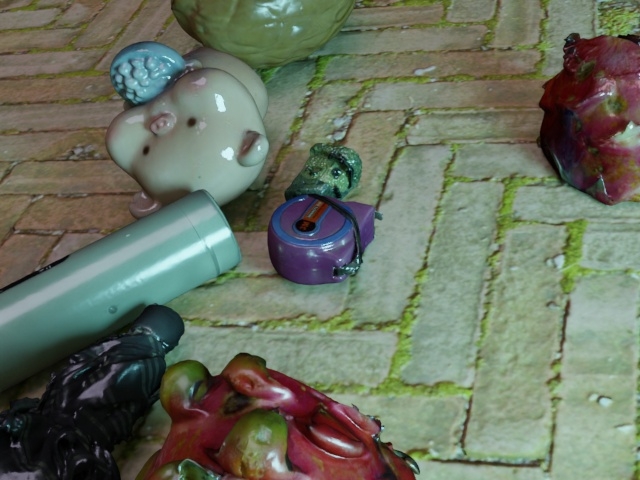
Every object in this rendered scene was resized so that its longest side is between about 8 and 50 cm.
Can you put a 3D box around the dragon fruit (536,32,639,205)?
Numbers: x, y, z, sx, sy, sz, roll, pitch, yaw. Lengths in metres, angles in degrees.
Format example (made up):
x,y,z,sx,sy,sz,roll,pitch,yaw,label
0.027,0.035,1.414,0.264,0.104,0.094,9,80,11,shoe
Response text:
x,y,z,sx,sy,sz,roll,pitch,yaw,label
0.339,-0.164,1.110,0.126,0.161,0.274,-20,43,-13,dragon fruit

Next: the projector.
x,y,z,sx,sy,sz,roll,pitch,yaw,label
-0.259,0.059,1.048,0.337,0.108,0.108,-29,43,-18,projector

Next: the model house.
x,y,z,sx,sy,sz,roll,pitch,yaw,label
0.003,-0.077,1.167,0.078,0.066,0.083,16,49,31,model house

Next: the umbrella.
x,y,z,sx,sy,sz,roll,pitch,yaw,label
-0.218,0.181,0.885,0.154,0.128,0.336,34,44,15,umbrella

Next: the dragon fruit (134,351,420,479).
x,y,z,sx,sy,sz,roll,pitch,yaw,label
-0.025,0.238,0.686,0.307,0.227,0.243,35,94,35,dragon fruit

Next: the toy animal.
x,y,z,sx,sy,sz,roll,pitch,yaw,label
-0.167,-0.149,1.214,0.210,0.230,0.221,-32,-7,19,toy animal

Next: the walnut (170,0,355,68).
x,y,z,sx,sy,sz,roll,pitch,yaw,label
-0.090,-0.412,1.423,0.312,0.277,0.252,-24,3,-21,walnut

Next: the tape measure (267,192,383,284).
x,y,z,sx,sy,sz,roll,pitch,yaw,label
0.000,0.000,1.076,0.125,0.074,0.118,14,41,21,tape measure
